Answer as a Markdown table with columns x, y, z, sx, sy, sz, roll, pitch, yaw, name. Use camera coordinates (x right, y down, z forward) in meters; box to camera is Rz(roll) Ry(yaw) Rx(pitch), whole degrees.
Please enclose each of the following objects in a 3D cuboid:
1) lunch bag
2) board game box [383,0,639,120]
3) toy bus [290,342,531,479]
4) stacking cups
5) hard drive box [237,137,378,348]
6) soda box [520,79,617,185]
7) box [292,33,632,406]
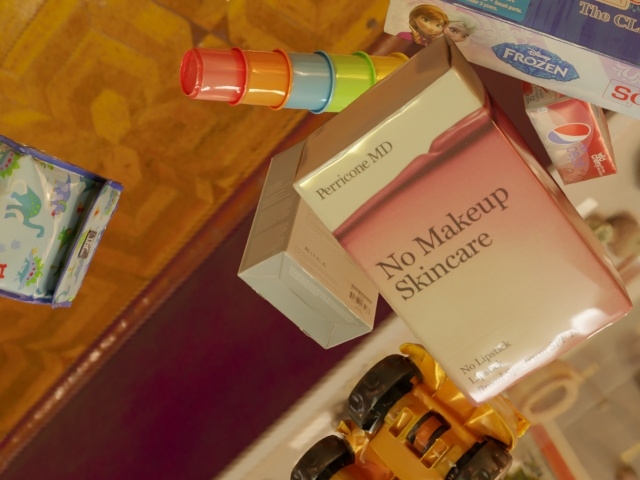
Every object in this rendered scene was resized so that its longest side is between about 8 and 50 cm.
| x | y | z | sx | sy | sz | roll | pitch | yaw | name |
| --- | --- | --- | --- | --- | --- | --- | --- | --- | --- |
| -0.248 | -0.013 | 0.908 | 0.151 | 0.096 | 0.129 | 26 | 88 | -59 | lunch bag |
| 0.255 | -0.258 | 0.873 | 0.318 | 0.318 | 0.066 | 20 | 153 | 5 | board game box |
| 0.096 | 0.213 | 1.009 | 0.220 | 0.149 | 0.211 | -53 | 161 | 12 | toy bus |
| -0.025 | -0.207 | 1.350 | 0.316 | 0.096 | 0.096 | -3 | 136 | -33 | stacking cups |
| 0.000 | 0.000 | 1.425 | 0.089 | 0.232 | 0.181 | -26 | 124 | 35 | hard drive box |
| 0.352 | -0.173 | 1.459 | 0.083 | 0.092 | 0.263 | -14 | 156 | 20 | soda box |
| 0.108 | -0.016 | 0.800 | 0.148 | 0.127 | 0.232 | -36 | 105 | 16 | box |
